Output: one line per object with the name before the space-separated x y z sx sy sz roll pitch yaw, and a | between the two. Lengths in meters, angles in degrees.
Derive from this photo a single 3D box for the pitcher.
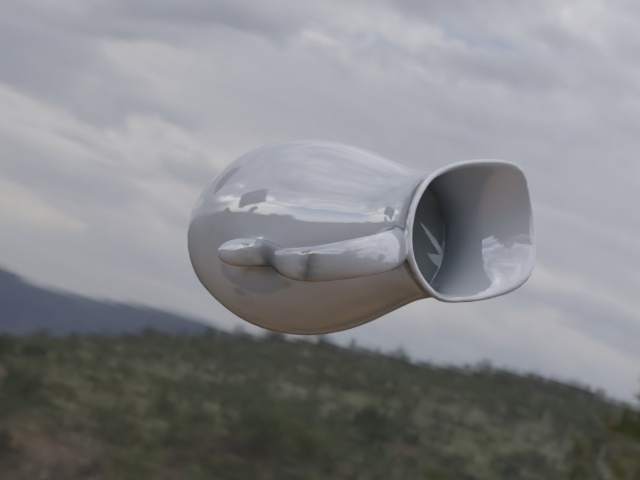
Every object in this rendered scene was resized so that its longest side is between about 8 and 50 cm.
pitcher | 0.000 0.000 1.046 0.207 0.125 0.178 0 5 42
